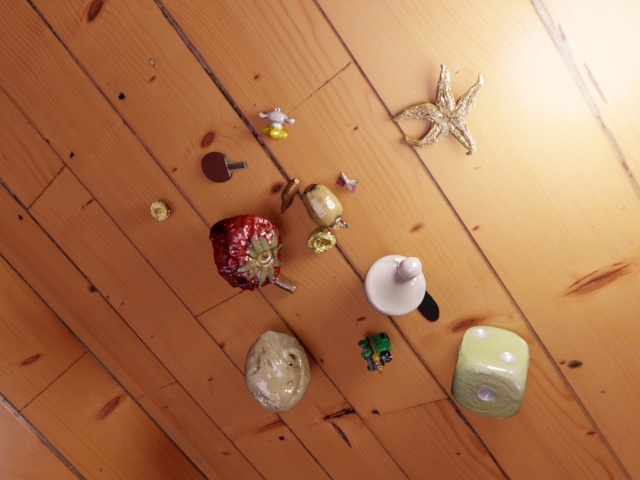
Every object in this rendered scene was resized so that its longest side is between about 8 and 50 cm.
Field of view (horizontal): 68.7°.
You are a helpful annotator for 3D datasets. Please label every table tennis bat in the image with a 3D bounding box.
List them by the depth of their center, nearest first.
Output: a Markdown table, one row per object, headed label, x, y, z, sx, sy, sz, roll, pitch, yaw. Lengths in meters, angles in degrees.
| label | x | y | z | sx | sy | sz | roll | pitch | yaw |
| --- | --- | --- | --- | --- | --- | --- | --- | --- | --- |
| table tennis bat | -0.396 | -0.301 | 1.913 | 0.220 | 0.019 | 0.130 | -1 | 117 | 26 |

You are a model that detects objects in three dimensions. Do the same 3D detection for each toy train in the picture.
| label | x | y | z | sx | sy | sz | roll | pitch | yaw |
| --- | --- | --- | --- | --- | --- | --- | --- | --- | --- |
| toy train | 0.240 | 0.466 | 1.977 | 0.136 | 0.228 | 0.091 | -23 | 109 | 1 |

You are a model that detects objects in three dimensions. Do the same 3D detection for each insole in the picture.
| label | x | y | z | sx | sy | sz | roll | pitch | yaw |
| --- | --- | --- | --- | --- | --- | --- | --- | --- | --- |
| insole | 0.403 | 0.223 | 1.874 | 0.086 | 0.005 | 0.253 | -24 | 107 | 32 |

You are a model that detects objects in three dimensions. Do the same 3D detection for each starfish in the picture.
| label | x | y | z | sx | sy | sz | roll | pitch | yaw |
| --- | --- | --- | --- | --- | --- | --- | --- | --- | --- |
| starfish | 0.390 | -0.410 | 1.481 | 0.299 | 0.060 | 0.302 | 30 | 132 | 13 |

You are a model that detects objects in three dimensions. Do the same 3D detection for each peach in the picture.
| label | x | y | z | sx | sy | sz | roll | pitch | yaw |
| --- | --- | --- | --- | --- | --- | --- | --- | --- | --- |
| peach | -0.718 | -0.137 | 2.123 | 0.098 | 0.061 | 0.098 | 1 | 101 | 7 |

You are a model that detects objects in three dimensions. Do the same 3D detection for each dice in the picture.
| label | x | y | z | sx | sy | sz | roll | pitch | yaw |
| --- | --- | --- | --- | --- | --- | --- | --- | --- | --- |
| dice | 0.641 | 0.494 | 1.776 | 0.254 | 0.250 | 0.252 | 10 | 121 | 18 |

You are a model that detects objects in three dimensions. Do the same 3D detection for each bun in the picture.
| label | x | y | z | sx | sy | sz | roll | pitch | yaw |
| --- | --- | --- | --- | --- | --- | --- | --- | --- | --- |
| bun | -0.178 | 0.594 | 2.146 | 0.326 | 0.362 | 0.234 | 21 | 139 | -41 |

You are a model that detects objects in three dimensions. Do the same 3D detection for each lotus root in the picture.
| label | x | y | z | sx | sy | sz | roll | pitch | yaw |
| --- | --- | --- | --- | --- | --- | --- | --- | --- | --- |
| lotus root | 0.017 | -0.118 | 1.781 | 0.221 | 0.118 | 0.125 | 54 | 141 | -8 |

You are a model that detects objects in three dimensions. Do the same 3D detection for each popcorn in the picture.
| label | x | y | z | sx | sy | sz | roll | pitch | yaw |
| --- | --- | --- | --- | --- | --- | --- | --- | --- | --- |
| popcorn | -0.001 | 0.000 | 1.877 | 0.109 | 0.089 | 0.097 | -1 | 106 | 28 |

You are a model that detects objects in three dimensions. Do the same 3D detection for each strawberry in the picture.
| label | x | y | z | sx | sy | sz | roll | pitch | yaw |
| --- | --- | --- | --- | --- | --- | --- | --- | --- | --- |
| strawberry | -0.324 | 0.026 | 1.950 | 0.345 | 0.295 | 0.318 | 27 | 152 | 48 |

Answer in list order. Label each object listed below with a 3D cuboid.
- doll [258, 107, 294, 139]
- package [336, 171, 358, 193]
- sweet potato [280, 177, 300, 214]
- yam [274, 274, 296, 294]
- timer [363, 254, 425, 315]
| label | x | y | z | sx | sy | sz | roll | pitch | yaw |
| --- | --- | --- | --- | --- | --- | --- | --- | --- | --- |
| doll | -0.171 | -0.430 | 1.715 | 0.135 | 0.071 | 0.113 | 36 | 118 | 6 |
| package | 0.098 | -0.215 | 1.741 | 0.083 | 0.029 | 0.059 | 32 | 134 | 17 |
| sweet potato | -0.129 | -0.173 | 1.852 | 0.056 | 0.056 | 0.195 | 31 | 130 | 4 |
| yam | -0.209 | 0.162 | 2.081 | 0.241 | 0.057 | 0.057 | 31 | 126 | 6 |
| timer | 0.279 | 0.165 | 1.746 | 0.233 | 0.240 | 0.234 | 0 | 81 | -1 |
